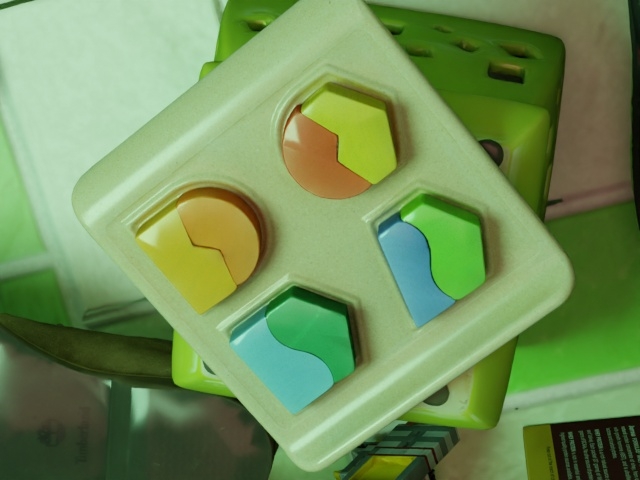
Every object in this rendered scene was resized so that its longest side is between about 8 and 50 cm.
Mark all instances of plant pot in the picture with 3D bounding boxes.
[{"bbox_3d":[0.027,-0.015,0.934,0.227,0.207,0.228,8,107,3],"label":"plant pot"}]

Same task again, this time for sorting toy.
[{"bbox_3d":[0.000,0.000,0.812,0.193,0.038,0.208,-37,100,15],"label":"sorting toy"}]

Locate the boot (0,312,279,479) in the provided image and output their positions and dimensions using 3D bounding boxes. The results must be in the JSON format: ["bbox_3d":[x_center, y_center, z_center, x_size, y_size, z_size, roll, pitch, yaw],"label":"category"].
[{"bbox_3d":[-0.173,0.095,0.982,0.305,0.115,0.112,14,106,3],"label":"boot"}]

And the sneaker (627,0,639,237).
[{"bbox_3d":[0.258,-0.078,0.880,0.185,0.202,0.482,-16,100,11],"label":"sneaker"}]

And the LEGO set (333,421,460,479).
[{"bbox_3d":[0.014,0.261,1.070,0.255,0.192,0.331,-15,105,40],"label":"LEGO set"}]

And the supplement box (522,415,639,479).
[{"bbox_3d":[0.237,0.206,0.991,0.194,0.191,0.129,-6,107,6],"label":"supplement box"}]
